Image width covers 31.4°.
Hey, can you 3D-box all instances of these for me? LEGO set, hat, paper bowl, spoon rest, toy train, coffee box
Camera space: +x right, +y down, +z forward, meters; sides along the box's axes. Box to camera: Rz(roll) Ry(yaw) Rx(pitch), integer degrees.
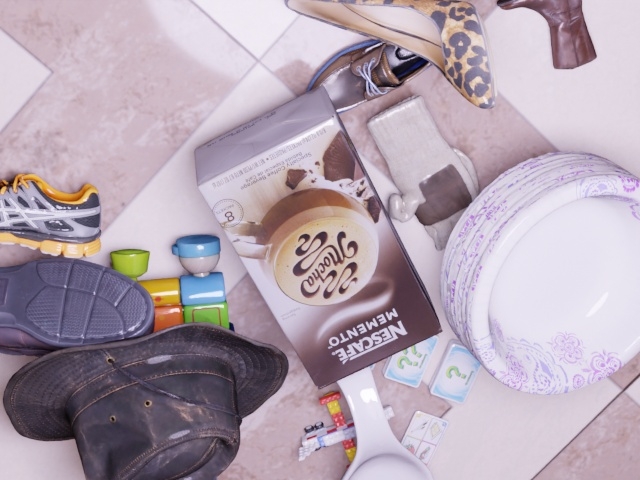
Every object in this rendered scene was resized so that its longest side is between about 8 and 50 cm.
[{"bbox_3d":[0.086,0.227,1.468,0.182,0.060,0.244,21,105,-10],"label":"LEGO set"},{"bbox_3d":[-0.190,0.221,1.306,0.331,0.134,0.331,-9,151,-5],"label":"hat"},{"bbox_3d":[0.274,0.028,1.356,0.284,0.148,0.284,-10,120,-18],"label":"paper bowl"},{"bbox_3d":[0.065,0.270,1.420,0.137,0.084,0.276,-19,114,-8],"label":"spoon rest"},{"bbox_3d":[-0.229,0.074,1.352,0.247,0.105,0.144,-5,99,-6],"label":"toy train"},{"bbox_3d":[0.000,0.000,1.300,0.168,0.119,0.297,-27,116,5],"label":"coffee box"}]

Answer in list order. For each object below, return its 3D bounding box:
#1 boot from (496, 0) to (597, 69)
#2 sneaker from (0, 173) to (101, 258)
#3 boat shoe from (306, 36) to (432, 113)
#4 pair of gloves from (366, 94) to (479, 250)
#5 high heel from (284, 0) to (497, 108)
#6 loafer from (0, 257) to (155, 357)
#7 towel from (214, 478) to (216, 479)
[{"bbox_3d":[0.268,-0.246,1.343,0.106,0.037,0.114,-16,115,0],"label":"boot"},{"bbox_3d":[-0.353,-0.039,1.304,0.214,0.084,0.083,9,106,-21],"label":"sneaker"},{"bbox_3d":[0.066,-0.200,1.311,0.183,0.066,0.066,-32,110,4],"label":"boat shoe"},{"bbox_3d":[0.073,-0.043,1.380,0.240,0.042,0.204,-35,115,10],"label":"pair of gloves"},{"bbox_3d":[0.074,-0.213,1.224,0.186,0.261,0.093,-15,142,-6],"label":"high heel"},{"bbox_3d":[-0.329,0.084,1.313,0.302,0.109,0.095,4,150,9],"label":"loafer"},{"bbox_3d":[-0.193,0.321,1.474,0.119,0.029,0.067,2,109,-9],"label":"towel"}]
